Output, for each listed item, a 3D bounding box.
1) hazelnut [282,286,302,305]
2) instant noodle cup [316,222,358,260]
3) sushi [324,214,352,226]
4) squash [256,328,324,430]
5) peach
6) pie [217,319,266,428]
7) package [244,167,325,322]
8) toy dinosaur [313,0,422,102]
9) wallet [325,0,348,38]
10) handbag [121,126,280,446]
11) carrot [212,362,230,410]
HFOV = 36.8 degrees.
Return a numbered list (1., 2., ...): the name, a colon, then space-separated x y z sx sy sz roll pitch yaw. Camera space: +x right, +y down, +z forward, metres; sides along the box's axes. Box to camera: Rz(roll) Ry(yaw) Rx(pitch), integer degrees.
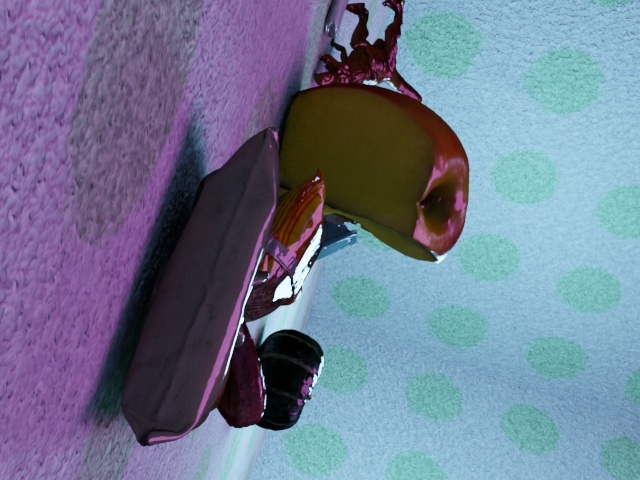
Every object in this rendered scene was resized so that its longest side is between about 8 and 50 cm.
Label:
1. hazelnut: -0.081 0.103 2.143 0.086 0.086 0.086 17 90 -87
2. instant noodle cup: 0.000 0.000 2.326 0.157 0.179 0.070 76 -9 -82
3. sushi: 0.060 -0.138 2.052 0.241 0.161 0.107 -24 -151 42
4. squash: -0.091 0.340 2.345 0.252 0.165 0.252 19 90 -89
5. peach: 0.075 -0.124 1.604 0.306 0.380 0.242 25 82 -60
6. pie: -0.121 0.168 1.316 0.182 0.050 0.182 166 -90 -69
7. package: -0.064 0.022 1.443 0.223 0.108 0.288 -54 177 -12
8. toy dinosaur: 0.122 -0.377 1.909 0.432 0.097 0.208 -11 104 -54
9. wallet: 0.036 -0.426 1.719 0.061 0.025 0.122 103 6 -72
10. handbag: -0.117 0.057 0.991 0.253 0.109 0.316 114 -7 -78
11. carrot: -0.144 0.148 1.199 0.205 0.072 0.072 110 0 -55
